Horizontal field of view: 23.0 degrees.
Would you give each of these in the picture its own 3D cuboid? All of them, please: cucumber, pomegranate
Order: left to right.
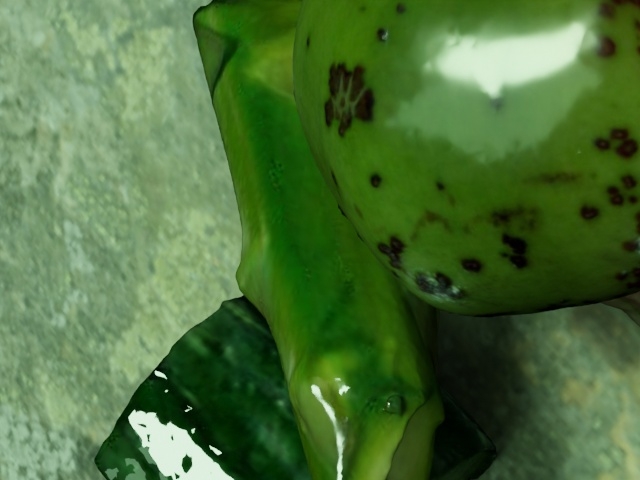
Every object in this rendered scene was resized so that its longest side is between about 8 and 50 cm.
[{"bbox_3d":[-0.016,0.116,0.791,0.130,0.191,0.191,48,127,20],"label":"cucumber"},{"bbox_3d":[0.110,-0.044,0.641,0.214,0.214,0.248,-6,132,40],"label":"pomegranate"}]

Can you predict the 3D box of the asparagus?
[{"bbox_3d":[0.001,0.001,0.716,0.085,0.082,0.343,-28,50,16],"label":"asparagus"}]
